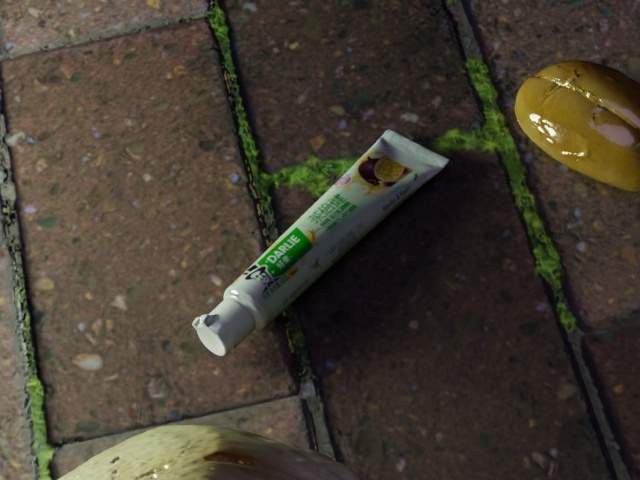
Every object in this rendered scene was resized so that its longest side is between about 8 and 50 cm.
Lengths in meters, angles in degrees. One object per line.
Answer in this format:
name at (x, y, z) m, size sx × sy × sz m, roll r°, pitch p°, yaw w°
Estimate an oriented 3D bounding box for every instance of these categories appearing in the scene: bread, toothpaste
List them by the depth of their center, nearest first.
toothpaste at (0.000, 0.000, 1.821) m, size 0.314 × 0.056 × 0.058 m, roll -44°, pitch 101°, yaw -29°
bread at (0.276, -0.118, 1.868) m, size 0.189 × 0.077 × 0.114 m, roll 33°, pitch 58°, yaw 30°

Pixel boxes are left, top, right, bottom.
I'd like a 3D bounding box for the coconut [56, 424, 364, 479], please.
coconut at (-0.069, 0.351, 1.358) m, size 0.344 × 0.415 × 0.415 m, roll -14°, pitch 44°, yaw 37°
